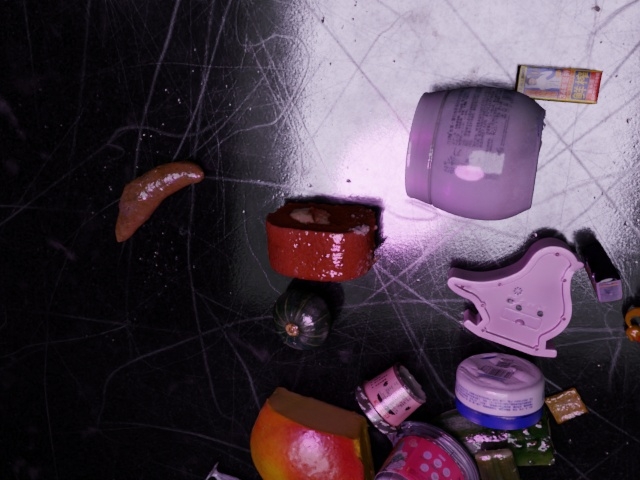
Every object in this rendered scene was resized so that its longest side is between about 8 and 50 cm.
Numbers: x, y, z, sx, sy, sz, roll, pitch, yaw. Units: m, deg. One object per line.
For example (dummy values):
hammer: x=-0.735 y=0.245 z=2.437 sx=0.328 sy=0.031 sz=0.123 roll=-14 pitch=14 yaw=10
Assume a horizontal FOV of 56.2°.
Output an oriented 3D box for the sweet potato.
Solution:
sweet potato: x=-0.453 y=-0.115 z=1.561 sx=0.342 sy=0.092 sz=0.114 roll=-34 pitch=114 yaw=22

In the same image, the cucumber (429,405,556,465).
cucumber: x=0.431 y=0.506 z=1.545 sx=0.326 sy=0.105 sz=0.145 roll=-5 pitch=108 yaw=19

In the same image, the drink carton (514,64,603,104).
drink carton: x=0.500 y=-0.330 z=1.269 sx=0.166 sy=0.056 sz=0.071 roll=8 pitch=102 yaw=11

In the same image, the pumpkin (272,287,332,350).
pumpkin: x=-0.047 y=0.203 z=1.547 sx=0.167 sy=0.125 sz=0.167 roll=8 pitch=121 yaw=14

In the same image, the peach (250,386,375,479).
peach: x=-0.014 y=0.596 z=1.612 sx=0.381 sy=0.242 sz=0.306 roll=20 pitch=107 yaw=7

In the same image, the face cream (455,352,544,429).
face cream: x=0.428 y=0.352 z=1.435 sx=0.206 sy=0.206 sz=0.111 roll=0 pitch=103 yaw=14

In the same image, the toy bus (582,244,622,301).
toy bus: x=0.616 y=0.071 z=1.311 sx=0.058 sy=0.172 sz=0.072 roll=-11 pitch=110 yaw=17

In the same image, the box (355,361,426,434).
box: x=0.187 y=0.402 z=1.548 sx=0.135 sy=0.151 sz=0.151 roll=-42 pitch=94 yaw=14

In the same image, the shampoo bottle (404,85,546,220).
shampoo bottle: x=0.318 y=-0.182 z=1.247 sx=0.267 sy=0.273 sz=0.272 roll=11 pitch=111 yaw=20

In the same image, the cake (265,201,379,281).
cake: x=0.000 y=0.000 z=1.440 sx=0.283 sy=0.177 sz=0.150 roll=6 pitch=109 yaw=14

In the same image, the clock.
clock: x=0.449 y=0.111 z=1.417 sx=0.291 sy=0.080 sz=0.275 roll=16 pitch=111 yaw=7

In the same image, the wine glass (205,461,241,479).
wine glass: x=-0.267 y=0.740 z=1.814 sx=0.155 sy=0.073 sz=0.073 roll=36 pitch=113 yaw=3

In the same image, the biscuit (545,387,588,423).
biscuit: x=0.619 y=0.417 z=1.508 sx=0.083 sy=0.018 sz=0.081 roll=-30 pitch=99 yaw=20

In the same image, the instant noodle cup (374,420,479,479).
instant noodle cup: x=0.251 y=0.621 z=1.532 sx=0.303 sy=0.182 sz=0.258 roll=25 pitch=130 yaw=30

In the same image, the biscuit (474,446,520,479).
biscuit: x=0.462 y=0.618 z=1.532 sx=0.099 sy=0.038 sz=0.322 roll=-10 pitch=133 yaw=17

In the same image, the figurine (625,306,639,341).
figurine: x=0.771 y=0.220 z=1.376 sx=0.122 sy=0.121 sz=0.176 roll=-3 pitch=120 yaw=45
